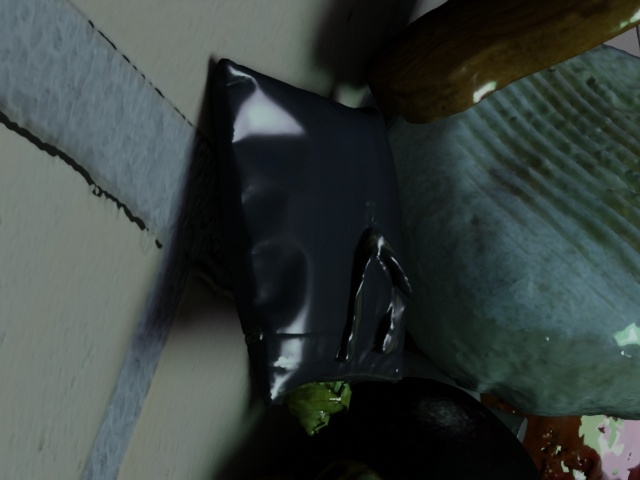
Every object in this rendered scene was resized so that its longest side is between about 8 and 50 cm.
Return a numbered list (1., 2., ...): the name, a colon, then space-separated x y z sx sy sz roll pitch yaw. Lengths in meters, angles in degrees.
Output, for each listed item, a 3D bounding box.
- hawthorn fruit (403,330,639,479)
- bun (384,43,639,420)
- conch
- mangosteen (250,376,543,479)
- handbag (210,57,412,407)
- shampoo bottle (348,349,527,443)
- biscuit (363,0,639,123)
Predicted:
1. hawthorn fruit: 0.203 0.165 1.536 0.316 0.316 0.316 17 90 -72
2. bun: 0.202 -0.004 1.333 0.362 0.362 0.211 -56 172 -43
3. conch: -0.004 0.084 1.210 0.074 0.089 0.121 11 72 -36
4. mangosteen: 0.043 0.246 1.260 0.233 0.287 0.287 57 37 -13
5. handbag: 0.000 0.000 1.094 0.254 0.089 0.211 7 75 -69
6. shampoo bottle: 0.093 0.141 1.401 0.040 0.165 0.080 12 95 -71
7. biscuit: 0.149 -0.170 1.206 0.049 0.257 0.273 63 7 -13
